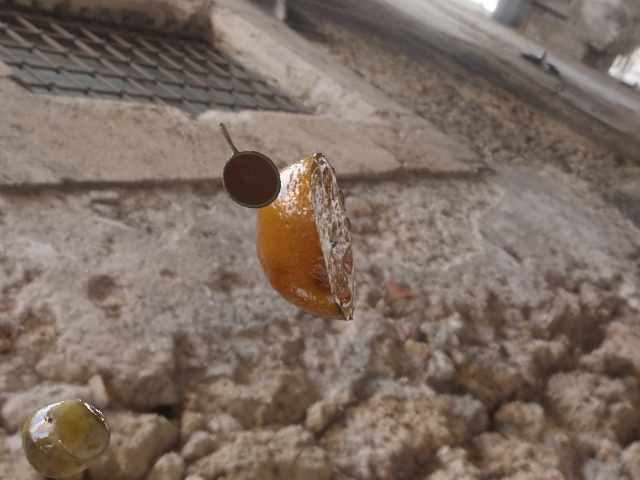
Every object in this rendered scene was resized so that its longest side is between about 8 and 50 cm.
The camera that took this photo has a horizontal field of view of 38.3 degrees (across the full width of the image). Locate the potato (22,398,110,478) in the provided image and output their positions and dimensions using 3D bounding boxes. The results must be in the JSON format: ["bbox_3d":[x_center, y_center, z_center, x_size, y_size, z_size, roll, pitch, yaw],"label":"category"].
[{"bbox_3d":[-0.465,0.358,1.663,0.176,0.137,0.137,-30,-11,35],"label":"potato"}]

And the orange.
[{"bbox_3d":[-0.002,0.003,1.801,0.274,0.310,0.274,-43,15,14],"label":"orange"}]

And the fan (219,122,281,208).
[{"bbox_3d":[-0.105,-0.104,1.253,0.085,0.133,0.005,-27,-8,-27],"label":"fan"}]
